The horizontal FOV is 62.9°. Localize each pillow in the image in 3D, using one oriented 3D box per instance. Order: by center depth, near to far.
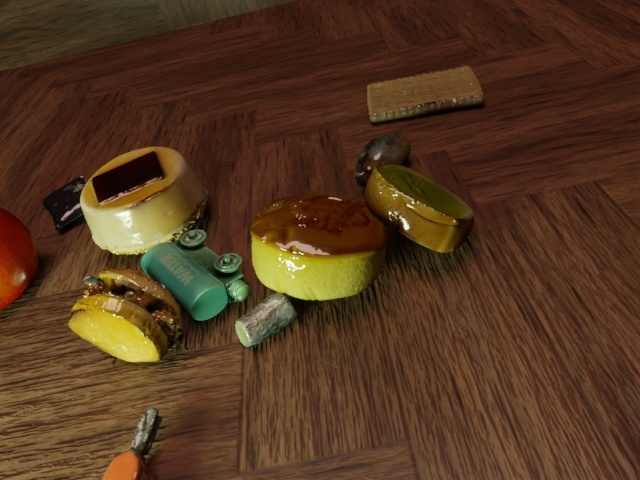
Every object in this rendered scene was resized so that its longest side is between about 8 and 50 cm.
[{"bbox_3d":[-0.690,-0.108,1.448,0.141,0.055,0.208,-39,42,-16],"label":"pillow"}]

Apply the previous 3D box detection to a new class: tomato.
[{"bbox_3d":[-0.799,0.041,1.159,0.298,0.226,0.298,-9,42,8],"label":"tomato"}]

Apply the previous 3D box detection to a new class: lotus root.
[{"bbox_3d":[0.142,-0.191,1.253,0.113,0.088,0.192,-1,38,42],"label":"lotus root"}]

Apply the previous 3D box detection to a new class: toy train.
[{"bbox_3d":[-0.250,0.067,1.038,0.159,0.101,0.248,-29,40,-30],"label":"toy train"}]

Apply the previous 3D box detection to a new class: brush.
[{"bbox_3d":[-0.277,0.380,0.716,0.070,0.051,0.323,-9,41,18],"label":"brush"}]

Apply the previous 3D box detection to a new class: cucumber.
[{"bbox_3d":[-0.099,0.142,0.937,0.112,0.064,0.064,-33,41,-18],"label":"cucumber"}]

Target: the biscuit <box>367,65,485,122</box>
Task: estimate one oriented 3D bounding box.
[{"bbox_3d":[0.297,-0.424,1.524,0.325,0.044,0.217,-9,39,8],"label":"biscuit"}]

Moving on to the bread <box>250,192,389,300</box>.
[{"bbox_3d":[0.000,0.000,0.975,0.270,0.148,0.270,2,26,-1],"label":"bread"}]

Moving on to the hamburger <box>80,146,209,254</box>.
[{"bbox_3d":[-0.411,-0.090,1.242,0.302,0.170,0.302,-9,43,9],"label":"hamburger"}]

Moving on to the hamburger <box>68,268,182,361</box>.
[{"bbox_3d":[-0.330,0.134,0.928,0.191,0.182,0.118,8,51,22],"label":"hamburger"}]

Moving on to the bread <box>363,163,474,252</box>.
[{"bbox_3d":[0.191,-0.069,1.008,0.236,0.070,0.236,22,24,-10],"label":"bread"}]
